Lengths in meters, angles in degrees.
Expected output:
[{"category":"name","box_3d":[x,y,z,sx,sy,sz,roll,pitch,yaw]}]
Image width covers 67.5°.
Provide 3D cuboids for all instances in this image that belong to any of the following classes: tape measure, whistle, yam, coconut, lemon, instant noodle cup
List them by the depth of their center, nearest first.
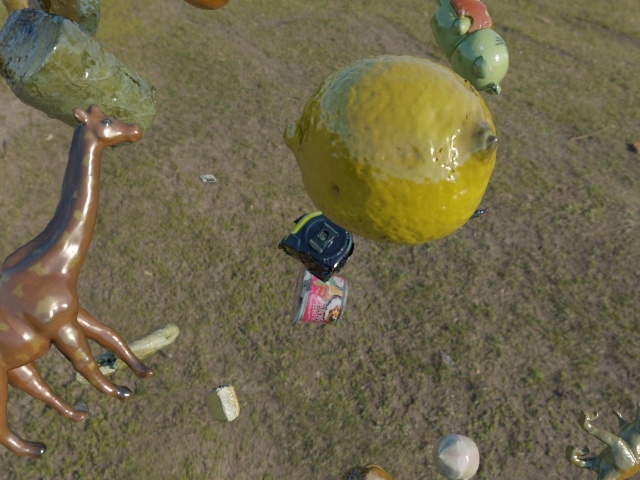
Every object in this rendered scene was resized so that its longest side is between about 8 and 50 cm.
[{"category":"lemon","box_3d":[0.085,-0.113,0.594,0.253,0.229,0.228,24,43,20]},{"category":"whistle","box_3d":[0.278,-0.400,0.921,0.131,0.106,0.289,6,60,-60]},{"category":"yam","box_3d":[-0.518,-0.340,1.024,0.195,0.300,0.195,-6,73,20]},{"category":"coconut","box_3d":[0.335,0.546,1.206,0.124,0.110,0.110,18,36,-30]},{"category":"tape measure","box_3d":[0.000,0.000,1.381,0.199,0.112,0.186,37,71,4]},{"category":"instant noodle cup","box_3d":[-0.002,0.215,1.827,0.181,0.259,0.302,12,4,-7]}]

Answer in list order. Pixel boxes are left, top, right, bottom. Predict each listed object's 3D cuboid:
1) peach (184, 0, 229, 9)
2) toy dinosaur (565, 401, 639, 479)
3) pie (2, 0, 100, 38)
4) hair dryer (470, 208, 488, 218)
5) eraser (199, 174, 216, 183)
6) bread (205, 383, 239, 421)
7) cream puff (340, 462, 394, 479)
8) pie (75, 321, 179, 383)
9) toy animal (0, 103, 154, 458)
[{"category":"peach","box_3d":[-0.235,-0.537,0.961,0.137,0.138,0.138,7,42,-7]},{"category":"toy dinosaur","box_3d":[0.372,0.279,0.589,0.126,0.039,0.162,10,75,3]},{"category":"pie","box_3d":[-0.687,-0.623,1.191,0.339,0.340,0.083,26,33,14]},{"category":"hair dryer","box_3d":[0.465,-0.072,1.701,0.255,0.128,0.070,-11,77,1]},{"category":"eraser","box_3d":[-0.363,-0.197,1.537,0.027,0.019,0.099,52,17,0]},{"category":"bread","box_3d":[-0.293,0.492,1.455,0.082,0.125,0.106,-24,85,-38]},{"category":"cream puff","box_3d":[0.103,0.589,1.081,0.165,0.115,0.150,46,33,-10]},{"category":"pie","box_3d":[-0.576,0.340,1.479,0.337,0.337,0.075,-25,87,-35]},{"category":"toy animal","box_3d":[-0.207,0.032,0.392,0.224,0.230,0.066,-32,16,-18]}]
